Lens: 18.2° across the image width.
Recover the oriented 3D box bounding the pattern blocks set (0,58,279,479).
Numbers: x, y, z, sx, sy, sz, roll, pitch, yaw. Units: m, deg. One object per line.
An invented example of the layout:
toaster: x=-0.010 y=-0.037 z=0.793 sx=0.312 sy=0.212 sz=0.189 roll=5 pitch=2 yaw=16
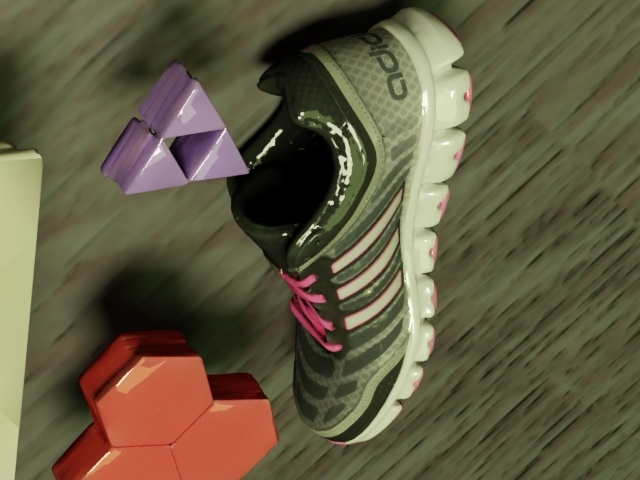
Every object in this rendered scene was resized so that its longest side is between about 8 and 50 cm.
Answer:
pattern blocks set: x=-0.169 y=0.039 z=0.591 sx=0.325 sy=0.026 sz=0.285 roll=-21 pitch=134 yaw=-15

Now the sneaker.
sneaker: x=0.000 y=0.000 z=0.698 sx=0.075 sy=0.063 sz=0.170 roll=-9 pitch=126 yaw=-27
